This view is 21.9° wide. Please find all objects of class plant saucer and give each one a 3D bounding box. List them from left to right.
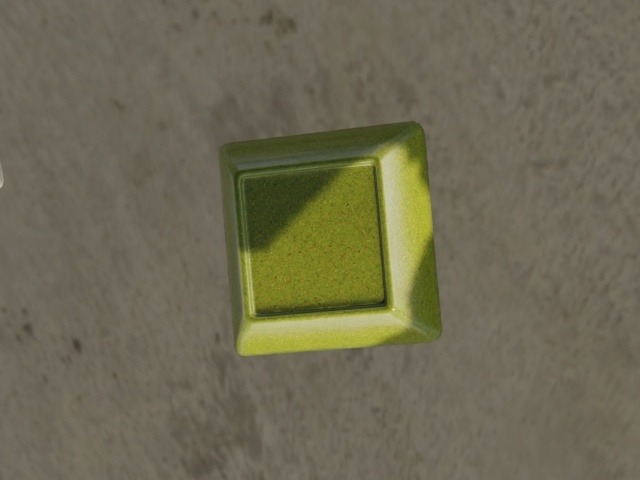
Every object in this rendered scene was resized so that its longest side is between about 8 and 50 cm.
[{"bbox_3d":[0.000,0.000,1.398,0.188,0.045,0.188,-6,88,18],"label":"plant saucer"}]

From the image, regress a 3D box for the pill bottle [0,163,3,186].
[{"bbox_3d":[-0.182,-0.017,0.469,0.169,0.094,0.094,-21,68,-5],"label":"pill bottle"}]
